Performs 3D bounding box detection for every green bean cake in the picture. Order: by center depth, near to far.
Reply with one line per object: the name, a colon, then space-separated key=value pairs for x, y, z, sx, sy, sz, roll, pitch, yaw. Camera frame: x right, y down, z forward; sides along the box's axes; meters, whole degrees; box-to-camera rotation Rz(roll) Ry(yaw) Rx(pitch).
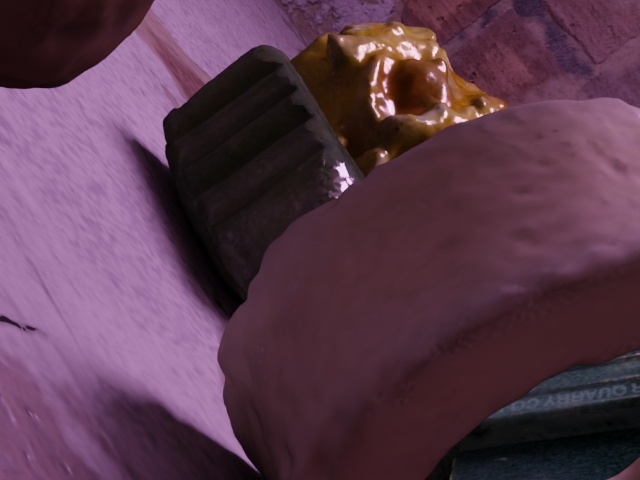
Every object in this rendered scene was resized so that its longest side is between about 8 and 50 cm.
green bean cake: x=0.000 y=0.000 z=1.042 sx=0.227 sy=0.125 sz=0.222 roll=47 pitch=7 yaw=-41

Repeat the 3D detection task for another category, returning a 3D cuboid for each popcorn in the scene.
popcorn: x=0.048 y=-0.076 z=1.313 sx=0.225 sy=0.249 sz=0.249 roll=10 pitch=40 yaw=-52

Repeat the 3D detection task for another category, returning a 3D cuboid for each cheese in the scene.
cheese: x=0.123 y=0.104 z=0.735 sx=0.332 sy=0.292 sz=0.153 roll=61 pitch=2 yaw=-35

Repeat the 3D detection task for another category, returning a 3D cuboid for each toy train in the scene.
toy train: x=0.217 y=0.156 z=0.972 sx=0.178 sy=0.330 sz=0.138 roll=-66 pitch=143 yaw=-64

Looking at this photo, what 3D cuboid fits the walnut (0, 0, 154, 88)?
walnut: x=-0.164 y=-0.181 z=0.544 sx=0.273 sy=0.273 sz=0.227 roll=-118 pitch=-159 yaw=-49
